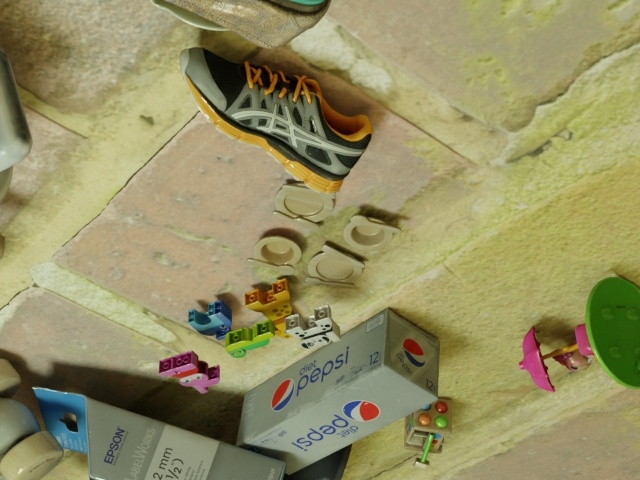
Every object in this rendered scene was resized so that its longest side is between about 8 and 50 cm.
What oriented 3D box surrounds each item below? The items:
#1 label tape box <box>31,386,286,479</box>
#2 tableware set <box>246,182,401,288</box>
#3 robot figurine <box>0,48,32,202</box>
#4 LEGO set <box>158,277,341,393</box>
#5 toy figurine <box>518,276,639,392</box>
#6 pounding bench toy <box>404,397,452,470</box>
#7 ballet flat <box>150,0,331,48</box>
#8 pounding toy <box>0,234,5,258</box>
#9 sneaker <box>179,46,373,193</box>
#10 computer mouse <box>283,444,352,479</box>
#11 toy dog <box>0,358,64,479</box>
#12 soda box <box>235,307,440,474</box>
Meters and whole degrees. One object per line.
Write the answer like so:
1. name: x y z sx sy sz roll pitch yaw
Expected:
1. label tape box: -0.236 0.335 1.551 0.348 0.115 0.249 17 150 1
2. tableware set: 0.000 0.000 1.274 0.141 0.020 0.168 17 138 -15
3. robot figurine: -0.441 -0.073 1.092 0.353 0.199 0.300 -23 167 27
4. LEGO set: -0.073 0.114 1.369 0.227 0.087 0.093 -19 140 20
5. toy figurine: 0.318 0.127 1.350 0.173 0.130 0.159 3 161 -37
6. pounding bench toy: 0.145 0.257 1.515 0.052 0.083 0.065 9 140 -5
7. ballet flat: -0.144 -0.239 0.948 0.316 0.107 0.106 23 150 -20
8. pounding toy: -0.471 0.055 1.279 0.154 0.155 0.269 20 138 -24
9. sneaker: -0.042 -0.130 1.089 0.215 0.084 0.083 30 121 -31
10. computer mouse: -0.031 0.358 1.609 0.072 0.188 0.272 22 129 -2
11. toy dog: -0.457 0.312 1.556 0.161 0.220 0.333 -27 140 -26
12. soda box: 0.020 0.199 1.452 0.098 0.091 0.286 33 132 -26
